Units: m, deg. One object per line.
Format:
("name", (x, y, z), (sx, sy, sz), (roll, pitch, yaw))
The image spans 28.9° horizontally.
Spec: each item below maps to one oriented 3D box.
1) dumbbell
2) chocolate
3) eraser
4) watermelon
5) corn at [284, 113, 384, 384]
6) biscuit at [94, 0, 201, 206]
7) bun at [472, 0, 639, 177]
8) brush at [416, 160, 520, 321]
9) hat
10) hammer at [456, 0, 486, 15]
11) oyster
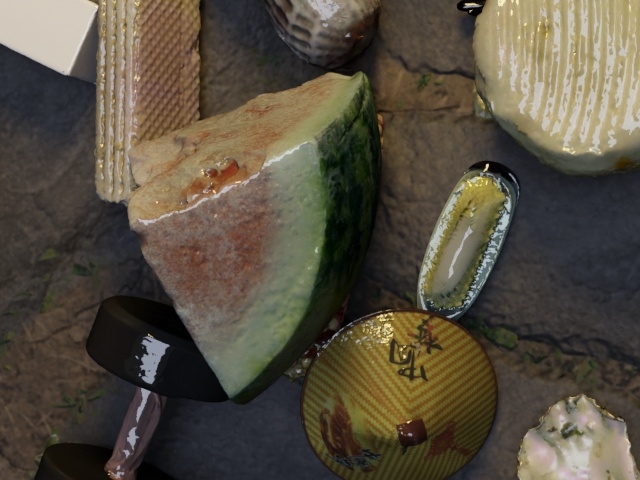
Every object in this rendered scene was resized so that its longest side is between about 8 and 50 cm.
("dumbbell", (-0.177, 0.178, 1.207), (0.152, 0.152, 0.218), (23, 95, 12))
("chocolate", (-0.033, -0.272, 1.197), (0.110, 0.110, 0.248), (-42, 87, 10))
("eraser", (-0.354, -0.258, 1.284), (0.298, 0.076, 0.078), (26, 96, 12))
("watermelon", (-0.060, -0.020, 1.106), (0.232, 0.193, 0.310), (24, 103, -15))
("corn", (0.000, 0.000, 1.204), (0.092, 0.092, 0.280), (17, 90, 12))
("biscuit", (-0.169, -0.152, 1.225), (0.062, 0.108, 0.238), (2, 91, 34))
("bun", (0.263, -0.168, 1.112), (0.239, 0.141, 0.239), (0, 89, 24))
("brush", (0.114, 0.063, 1.187), (0.068, 0.060, 0.296), (22, 95, 9))
("hat", (0.078, 0.164, 1.150), (0.193, 0.082, 0.193), (-1, 106, -4))
("hammer", (0.064, -0.372, 1.127), (0.427, 0.044, 0.152), (39, 101, -16))
("oyster", (0.253, 0.251, 1.159), (0.133, 0.072, 0.209), (-27, 65, 18))
